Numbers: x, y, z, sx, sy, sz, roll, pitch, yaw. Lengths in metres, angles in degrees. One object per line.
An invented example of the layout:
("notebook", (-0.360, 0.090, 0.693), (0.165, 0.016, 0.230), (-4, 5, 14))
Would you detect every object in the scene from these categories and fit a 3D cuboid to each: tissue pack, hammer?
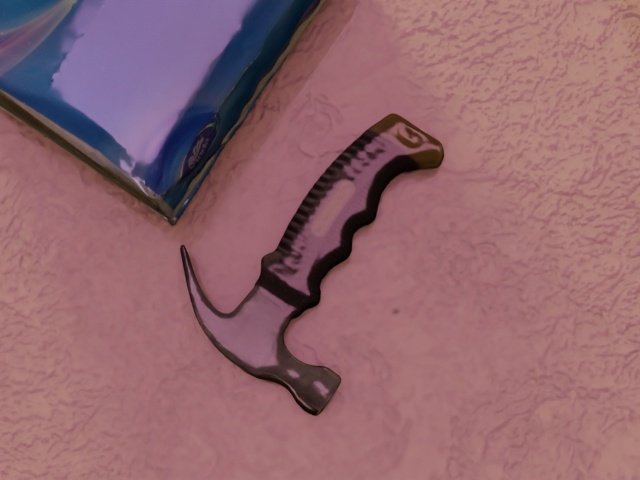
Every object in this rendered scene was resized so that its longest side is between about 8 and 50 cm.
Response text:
("tissue pack", (-0.119, -0.180, 1.032), (0.198, 0.146, 0.263), (34, 83, 4))
("hammer", (0.000, 0.000, 1.059), (0.159, 0.041, 0.226), (37, 85, 4))
